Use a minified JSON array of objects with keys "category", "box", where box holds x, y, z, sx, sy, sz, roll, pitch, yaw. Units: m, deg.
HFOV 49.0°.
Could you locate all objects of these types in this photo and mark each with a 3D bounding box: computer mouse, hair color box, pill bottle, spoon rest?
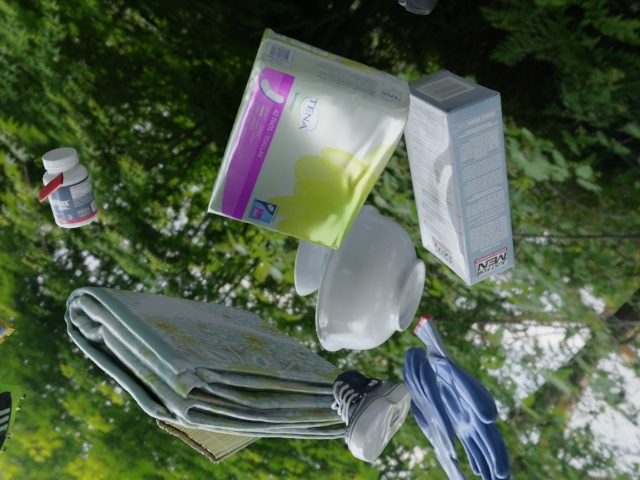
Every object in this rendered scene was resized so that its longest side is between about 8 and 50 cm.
[{"category":"computer mouse","box":[0.146,-0.420,1.160,0.041,0.071,0.242,32,-159,22]},{"category":"hair color box","box":[0.265,-0.120,1.364,0.185,0.114,0.374,-131,23,-55]},{"category":"pill bottle","box":[-0.626,-0.133,1.747,0.108,0.180,0.108,-4,-150,3]},{"category":"spoon rest","box":[0.000,0.000,1.418,0.084,0.137,0.276,11,-141,20]}]

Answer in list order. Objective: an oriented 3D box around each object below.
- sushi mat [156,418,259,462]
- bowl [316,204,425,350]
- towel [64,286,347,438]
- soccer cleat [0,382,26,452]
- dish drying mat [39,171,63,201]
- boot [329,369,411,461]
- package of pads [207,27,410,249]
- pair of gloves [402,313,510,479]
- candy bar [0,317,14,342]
[{"category":"sushi mat","box":[-0.110,0.278,1.214,0.151,0.019,0.317,21,-154,36]},{"category":"bowl","box":[0.116,0.088,1.355,0.134,0.297,0.298,15,-176,22]},{"category":"towel","box":[-0.156,0.168,1.005,0.321,0.090,0.374,17,-175,-40]},{"category":"soccer cleat","box":[-0.667,0.379,1.439,0.072,0.060,0.178,21,-118,-21]},{"category":"dish drying mat","box":[-0.566,-0.112,1.479,0.008,0.083,0.032,26,-135,-45]},{"category":"boot","box":[0.042,0.195,0.806,0.086,0.069,0.190,15,-177,20]},{"category":"package of pads","box":[-0.019,-0.134,1.038,0.229,0.296,0.101,16,-138,-10]},{"category":"pair of gloves","box":[0.118,0.154,0.633,0.198,0.023,0.159,97,153,-62]},{"category":"candy bar","box":[-0.560,0.108,1.109,0.161,0.040,0.018,33,166,-3]}]
